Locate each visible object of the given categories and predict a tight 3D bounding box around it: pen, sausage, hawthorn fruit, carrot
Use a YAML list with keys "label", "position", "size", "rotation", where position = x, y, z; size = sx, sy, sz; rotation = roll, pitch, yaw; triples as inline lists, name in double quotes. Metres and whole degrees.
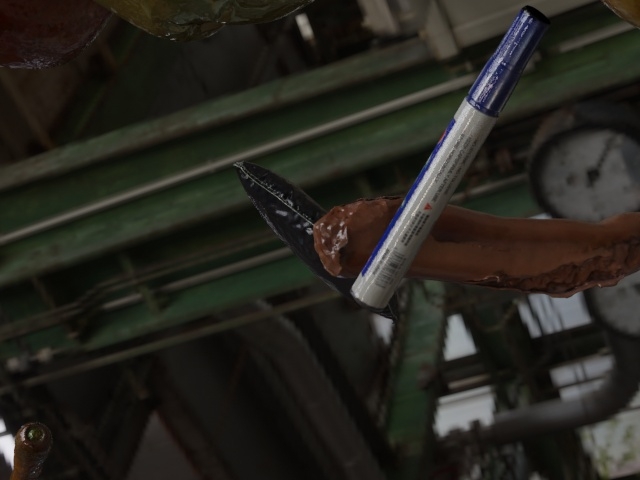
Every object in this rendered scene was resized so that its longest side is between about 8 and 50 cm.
- label: "pen"
  position: [0.073, -0.044, 0.783]
  size: [0.025, 0.204, 0.025]
  rotation: [24, -156, -12]
- label: "sausage"
  position: [0.141, 0.004, 1.113]
  size: [0.078, 0.304, 0.078]
  rotation: [-176, 90, -76]
- label: "hawthorn fruit"
  position: [-0.328, -0.265, 1.400]
  size: [0.199, 0.199, 0.251]
  rotation: [69, -154, -10]
- label: "carrot"
  position: [-0.363, 0.274, 1.682]
  size: [0.191, 0.047, 0.047]
  rotation: [120, 150, -57]

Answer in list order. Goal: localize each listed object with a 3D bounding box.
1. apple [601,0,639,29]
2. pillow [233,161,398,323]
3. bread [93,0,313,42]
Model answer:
- label: "apple"
  position: [0.312, -0.254, 0.955]
  size: [0.277, 0.309, 0.250]
  rotation: [22, -124, -45]
- label: "pillow"
  position: [0.000, 0.000, 1.414]
  size: [0.208, 0.055, 0.141]
  rotation: [41, 174, 24]
- label: "bread"
  position: [-0.123, -0.301, 1.071]
  size: [0.341, 0.210, 0.300]
  rotation: [23, -119, -9]
